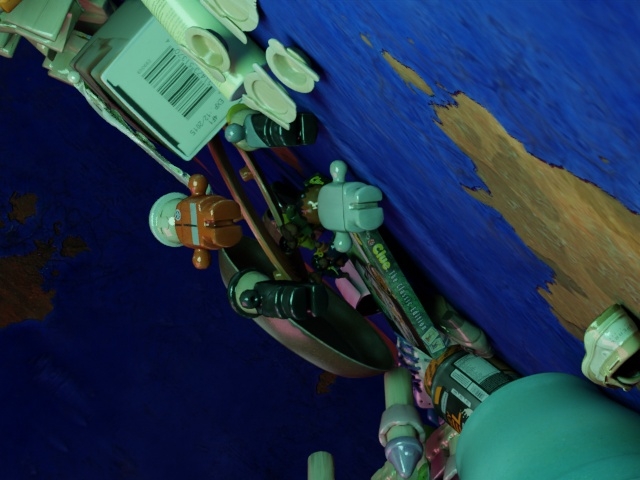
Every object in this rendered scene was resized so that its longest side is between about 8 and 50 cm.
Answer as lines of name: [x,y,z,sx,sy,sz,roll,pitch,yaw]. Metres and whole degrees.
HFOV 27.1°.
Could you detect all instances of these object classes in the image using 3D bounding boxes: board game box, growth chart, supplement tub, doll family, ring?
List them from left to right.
growth chart: [-0.201,-0.108,1.611,0.237,0.021,0.172,40,177,6]
ring: [-0.107,-0.071,1.892,0.336,0.032,0.336,61,-173,-13]
doll family: [0.000,0.000,1.836,0.193,0.111,0.076,47,174,-34]
board game box: [0.072,0.033,1.745,0.259,0.030,0.136,59,172,-25]
supplement tub: [0.230,0.223,1.815,0.117,0.117,0.190,48,174,-37]

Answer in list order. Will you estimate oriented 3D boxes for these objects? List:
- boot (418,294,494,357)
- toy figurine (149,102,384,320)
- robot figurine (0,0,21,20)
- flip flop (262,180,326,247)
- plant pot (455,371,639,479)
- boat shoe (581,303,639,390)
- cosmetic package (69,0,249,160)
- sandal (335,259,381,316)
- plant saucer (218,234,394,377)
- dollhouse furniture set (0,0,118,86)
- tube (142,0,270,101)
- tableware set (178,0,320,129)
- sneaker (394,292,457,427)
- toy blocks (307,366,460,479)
boot: [0.182,0.120,1.782,0.087,0.042,0.118,44,176,-24]
toy figurine: [-0.058,-0.030,1.477,0.213,0.209,0.148,43,160,-28]
robot figurine: [-0.378,-0.328,1.517,0.158,0.219,0.128,43,174,8]
flip flop: [-0.053,-0.028,2.214,0.112,0.080,0.277,44,175,4]
plant pot: [0.256,0.270,1.318,0.271,0.272,0.255,47,-170,-29]
boat shoe: [0.240,0.097,1.066,0.045,0.050,0.135,48,177,27]
cosmetic package: [-0.204,-0.207,1.658,0.153,0.129,0.296,43,176,-19]
sandal: [0.089,0.096,2.121,0.265,0.076,0.102,41,174,31]
plant saucer: [-0.030,0.101,1.905,0.311,0.050,0.310,35,-168,-8]
dollhouse furniture set: [-0.457,-0.422,1.828,0.394,0.256,0.362,23,175,0]
tube: [-0.149,-0.247,1.346,0.240,0.070,0.062,46,-146,5]
tableware set: [-0.067,-0.173,1.240,0.141,0.020,0.168,40,155,0]
sneaker: [0.163,0.187,1.985,0.296,0.131,0.112,50,175,-37]
toy blocks: [0.164,0.395,1.938,0.309,0.288,0.260,24,-145,-20]
